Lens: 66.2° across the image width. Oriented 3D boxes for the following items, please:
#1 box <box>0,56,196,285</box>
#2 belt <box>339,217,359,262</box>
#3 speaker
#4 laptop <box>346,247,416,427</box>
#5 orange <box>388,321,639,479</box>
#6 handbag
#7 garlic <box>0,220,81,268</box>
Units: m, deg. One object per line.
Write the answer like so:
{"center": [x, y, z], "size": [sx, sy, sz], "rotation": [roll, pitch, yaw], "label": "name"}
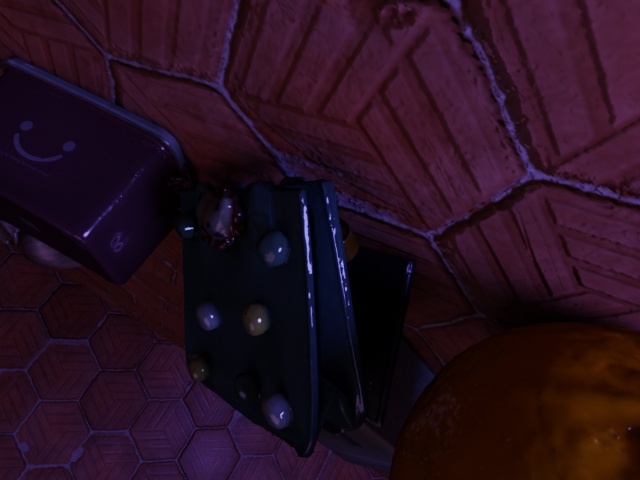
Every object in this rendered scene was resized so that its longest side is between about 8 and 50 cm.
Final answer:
{"center": [-0.328, -0.081, 0.650], "size": [0.294, 0.167, 0.193], "rotation": [27, 157, 11], "label": "box"}
{"center": [0.000, 0.000, 0.551], "size": [0.083, 0.059, 0.036], "rotation": [14, 150, 38], "label": "belt"}
{"center": [0.057, 0.238, 0.797], "size": [0.184, 0.183, 0.406], "rotation": [-4, 138, 43], "label": "speaker"}
{"center": [0.032, 0.104, 0.578], "size": [0.135, 0.197, 0.016], "rotation": [12, -176, 33], "label": "laptop"}
{"center": [0.227, 0.223, 0.399], "size": [0.340, 0.340, 0.293], "rotation": [26, 131, 11], "label": "orange"}
{"center": [-0.079, 0.070, 0.544], "size": [0.268, 0.100, 0.274], "rotation": [10, 109, 52], "label": "handbag"}
{"center": [-0.441, -0.059, 0.813], "size": [0.214, 0.191, 0.160], "rotation": [14, 123, 33], "label": "garlic"}
